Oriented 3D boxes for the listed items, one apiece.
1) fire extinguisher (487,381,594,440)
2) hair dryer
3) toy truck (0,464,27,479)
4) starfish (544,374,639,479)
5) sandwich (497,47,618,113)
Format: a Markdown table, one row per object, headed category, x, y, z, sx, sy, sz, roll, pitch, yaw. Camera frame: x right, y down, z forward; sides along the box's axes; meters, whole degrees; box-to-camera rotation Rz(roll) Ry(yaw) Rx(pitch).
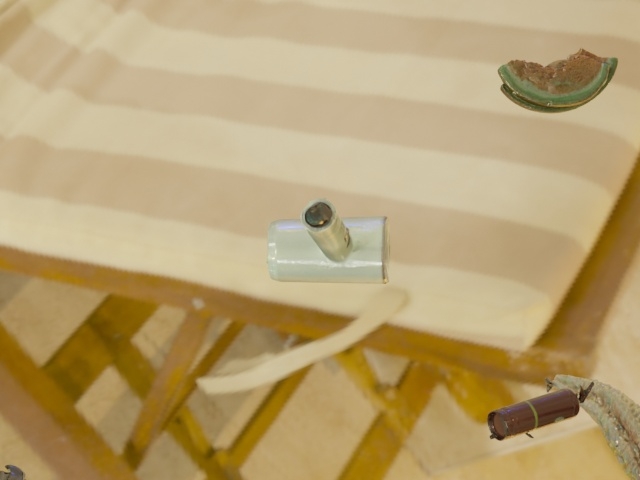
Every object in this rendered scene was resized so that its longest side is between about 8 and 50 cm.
| category | x | y | z | sx | sy | sz | roll | pitch | yaw |
| --- | --- | --- | --- | --- | --- | --- | --- | --- | --- |
| fire extinguisher | 0.257 | 0.198 | 1.582 | 0.132 | 0.056 | 0.039 | -13 | 44 | -27 |
| hair dryer | 0.000 | 0.000 | 1.393 | 0.236 | 0.131 | 0.073 | 50 | 40 | -80 |
| toy truck | -0.347 | 0.252 | 1.148 | 0.208 | 0.126 | 0.113 | 15 | 21 | -9 |
| starfish | 0.390 | 0.269 | 1.659 | 0.132 | 0.398 | 0.384 | -11 | 57 | -12 |
| sandwich | 0.268 | -0.177 | 1.528 | 0.029 | 0.135 | 0.067 | 58 | 20 | -85 |
